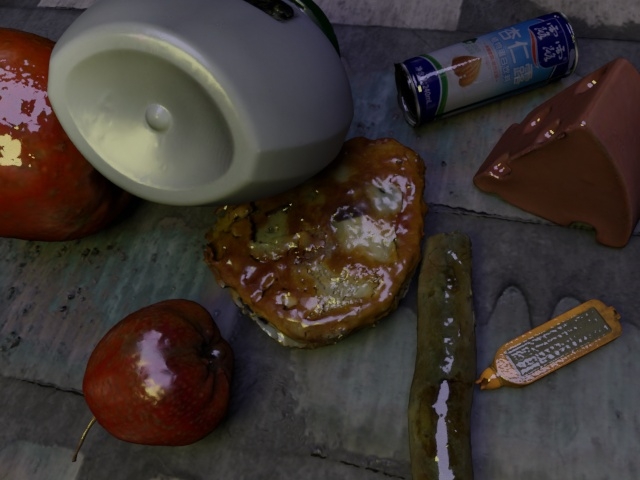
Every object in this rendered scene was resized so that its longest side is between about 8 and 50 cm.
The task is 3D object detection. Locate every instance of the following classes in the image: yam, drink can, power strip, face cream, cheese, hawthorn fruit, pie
[{"bbox_3d":[0.135,0.133,0.626,0.067,0.071,0.318,20,60,-22],"label":"yam"},{"bbox_3d":[0.227,-0.238,0.797,0.235,0.097,0.097,-18,60,0],"label":"drink can"},{"bbox_3d":[0.251,0.122,0.633,0.178,0.028,0.049,-25,61,-5],"label":"power strip"},{"bbox_3d":[-0.113,-0.182,0.666,0.312,0.220,0.357,23,29,3],"label":"face cream"},{"bbox_3d":[0.325,-0.081,0.691,0.177,0.203,0.128,41,67,-6],"label":"cheese"},{"bbox_3d":[-0.365,-0.124,0.742,0.299,0.275,0.276,19,66,5],"label":"hawthorn fruit"},{"bbox_3d":[0.000,-0.001,0.710,0.308,0.085,0.309,-5,61,9],"label":"pie"},{"bbox_3d":[-0.200,0.158,0.635,0.203,0.162,0.163,-22,59,15],"label":"hawthorn fruit"}]
